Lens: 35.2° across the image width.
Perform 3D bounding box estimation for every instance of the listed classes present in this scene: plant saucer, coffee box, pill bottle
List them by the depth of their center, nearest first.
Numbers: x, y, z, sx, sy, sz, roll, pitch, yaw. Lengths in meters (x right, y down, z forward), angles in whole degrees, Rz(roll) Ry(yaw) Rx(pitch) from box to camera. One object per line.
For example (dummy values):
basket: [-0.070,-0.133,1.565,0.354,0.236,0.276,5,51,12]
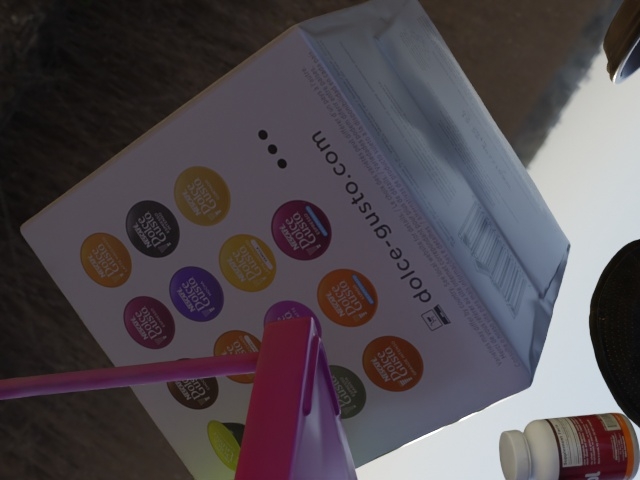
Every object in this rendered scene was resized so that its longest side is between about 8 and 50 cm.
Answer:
coffee box: [0.000,0.000,0.978,0.334,0.337,0.338,-31,-173,26]
plant saucer: [0.386,-0.283,1.050,0.278,0.041,0.278,-44,165,-15]
pill bottle: [0.297,0.255,1.213,0.086,0.152,0.086,176,-90,-82]

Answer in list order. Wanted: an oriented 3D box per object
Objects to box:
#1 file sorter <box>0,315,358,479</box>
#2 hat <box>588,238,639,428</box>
file sorter: [-0.066,0.212,0.381,0.202,0.182,0.290,-81,161,-55]
hat: [0.467,0.154,1.253,0.331,0.331,0.134,-53,172,-30]
